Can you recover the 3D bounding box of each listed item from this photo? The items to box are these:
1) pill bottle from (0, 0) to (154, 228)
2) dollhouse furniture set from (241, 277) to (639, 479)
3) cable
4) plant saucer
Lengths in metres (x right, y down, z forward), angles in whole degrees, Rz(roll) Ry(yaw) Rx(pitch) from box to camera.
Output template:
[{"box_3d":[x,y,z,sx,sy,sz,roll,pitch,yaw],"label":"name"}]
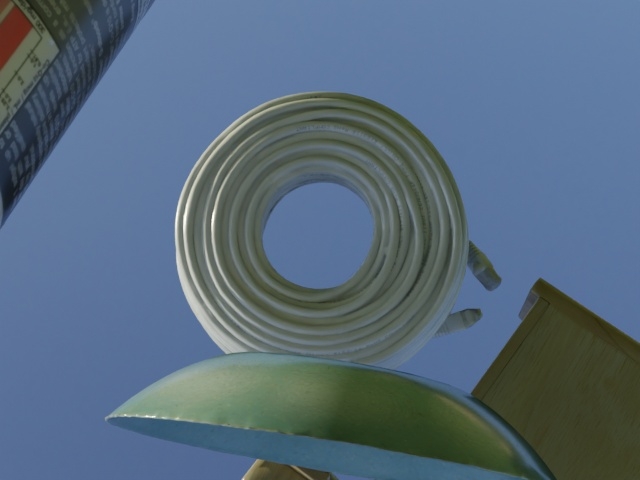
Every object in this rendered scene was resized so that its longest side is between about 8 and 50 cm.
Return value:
[{"box_3d":[-0.249,-0.107,0.785,0.210,0.210,0.363,23,-125,4],"label":"pill bottle"},{"box_3d":[0.123,0.187,0.819,0.303,0.355,0.174,35,-108,13],"label":"dollhouse furniture set"},{"box_3d":[0.000,0.000,1.153,0.257,0.089,0.257,-29,-98,-1],"label":"cable"},{"box_3d":[0.008,0.076,0.564,0.195,0.195,0.037,11,-102,-10],"label":"plant saucer"}]
